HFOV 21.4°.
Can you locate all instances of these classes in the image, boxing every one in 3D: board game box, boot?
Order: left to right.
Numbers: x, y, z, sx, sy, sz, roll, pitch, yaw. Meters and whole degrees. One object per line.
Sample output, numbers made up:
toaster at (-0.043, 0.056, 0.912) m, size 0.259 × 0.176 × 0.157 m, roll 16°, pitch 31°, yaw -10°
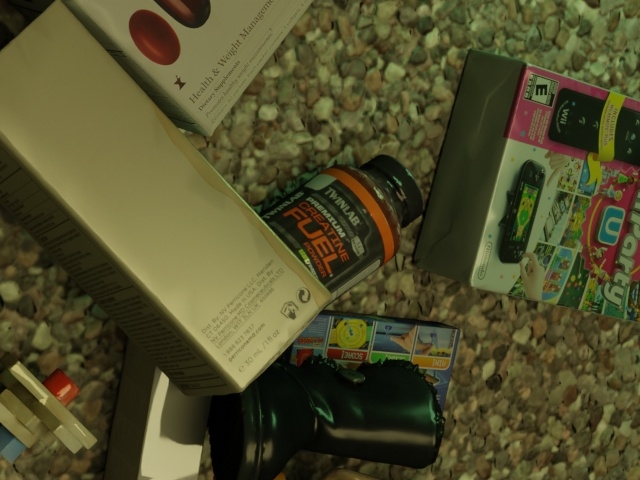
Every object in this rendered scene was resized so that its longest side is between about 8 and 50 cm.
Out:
boot at (0.010, 0.155, 1.457) m, size 0.207 × 0.246 × 0.094 m, roll 9°, pitch 101°, yaw -11°
board game box at (0.037, 0.139, 1.640) m, size 0.201 × 0.035 × 0.136 m, roll 9°, pitch 96°, yaw -36°
board game box at (0.260, -0.046, 1.715) m, size 0.303 × 0.097 × 0.224 m, roll 12°, pitch 94°, yaw -38°

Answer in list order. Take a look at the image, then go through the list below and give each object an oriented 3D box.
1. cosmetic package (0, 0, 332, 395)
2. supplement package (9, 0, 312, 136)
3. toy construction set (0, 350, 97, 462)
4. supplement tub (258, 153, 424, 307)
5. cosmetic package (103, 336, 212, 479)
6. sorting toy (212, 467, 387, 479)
cosmetic package at (-0.152, -0.024, 1.325) m, size 0.113 × 0.160 × 0.309 m, roll -45°, pitch 101°, yaw -19°
supplement package at (-0.131, -0.228, 1.359) m, size 0.203 × 0.149 × 0.194 m, roll 44°, pitch 76°, yaw -35°
toy construction set at (-0.324, 0.197, 1.326) m, size 0.215 × 0.151 × 0.328 m, roll 46°, pitch 64°, yaw -8°
supplement tub at (0.000, 0.000, 1.537) m, size 0.198 × 0.106 × 0.106 m, roll -36°, pitch 120°, yaw -24°
cosmetic package at (-0.142, 0.175, 1.477) m, size 0.060 × 0.099 × 0.239 m, roll 7°, pitch 98°, yaw -25°
sorting toy at (-0.005, 0.293, 1.566) m, size 0.307 × 0.041 × 0.229 m, roll 21°, pitch 124°, yaw -37°
